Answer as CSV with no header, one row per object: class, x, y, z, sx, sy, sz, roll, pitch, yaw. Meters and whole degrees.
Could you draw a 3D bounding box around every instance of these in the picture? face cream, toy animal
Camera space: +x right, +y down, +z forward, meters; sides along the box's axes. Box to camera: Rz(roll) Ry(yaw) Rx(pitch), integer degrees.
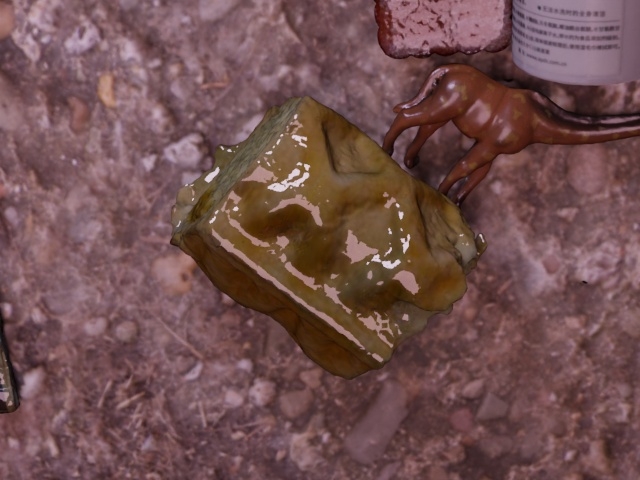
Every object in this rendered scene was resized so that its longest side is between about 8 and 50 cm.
face cream,0.244,-0.332,1.399,0.145,0.145,0.370,2,116,6
toy animal,0.202,-0.102,1.543,0.224,0.066,0.229,43,112,-11

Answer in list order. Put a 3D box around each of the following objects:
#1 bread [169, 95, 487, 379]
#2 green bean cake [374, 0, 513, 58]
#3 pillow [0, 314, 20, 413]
bread,0.004,-0.004,1.537,0.252,0.238,0.196,43,69,-11
green bean cake,0.117,-0.244,1.513,0.135,0.056,0.135,-3,106,8
pillow,-0.431,0.075,1.696,0.189,0.034,0.255,-5,108,11
